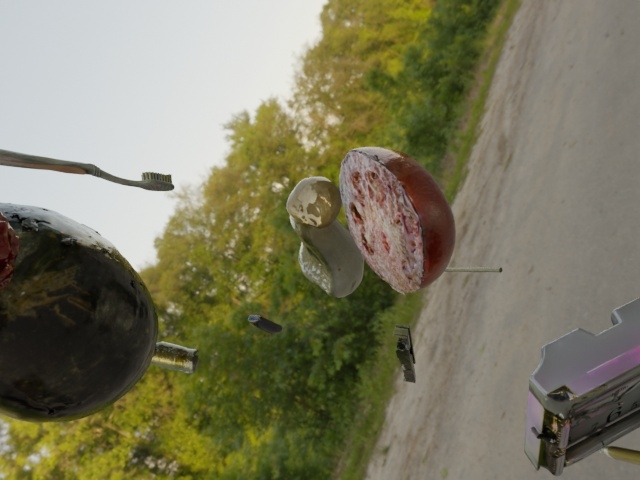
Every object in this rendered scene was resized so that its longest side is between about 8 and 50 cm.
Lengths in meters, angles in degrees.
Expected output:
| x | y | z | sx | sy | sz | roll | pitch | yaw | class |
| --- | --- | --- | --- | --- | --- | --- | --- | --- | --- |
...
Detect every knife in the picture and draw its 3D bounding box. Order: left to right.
| x | y | z | sx | sy | sz | roll | pitch | yaw | class |
| --- | --- | --- | --- | --- | --- | --- | --- | --- | --- |
| 0.384 | 0.276 | 0.746 | 0.298 | 0.047 | 0.017 | 98 | -174 | -77 | knife |

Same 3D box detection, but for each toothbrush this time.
| x | y | z | sx | sy | sz | roll | pitch | yaw | class |
| --- | --- | --- | --- | --- | --- | --- | --- | --- | --- |
| -0.423 | -0.121 | 0.941 | 0.028 | 0.376 | 0.037 | -40 | 53 | 46 | toothbrush |

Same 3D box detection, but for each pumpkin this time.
| x | y | z | sx | sy | sz | roll | pitch | yaw | class |
| --- | --- | --- | --- | --- | --- | --- | --- | --- | --- |
| -0.506 | 0.120 | 1.009 | 0.343 | 0.455 | 0.454 | -63 | 1 | -14 | pumpkin |

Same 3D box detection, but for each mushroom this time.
| x | y | z | sx | sy | sz | roll | pitch | yaw | class |
| --- | --- | --- | --- | --- | --- | --- | --- | --- | --- |
| 0.000 | 0.000 | 1.151 | 0.328 | 0.159 | 0.122 | 72 | -153 | -56 | mushroom |

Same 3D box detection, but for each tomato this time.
| x | y | z | sx | sy | sz | roll | pitch | yaw | class |
| --- | --- | --- | --- | --- | --- | --- | --- | --- | --- |
| 0.112 | -0.038 | 0.819 | 0.085 | 0.224 | 0.225 | -26 | -12 | -18 | tomato |

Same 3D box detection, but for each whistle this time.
| x | y | z | sx | sy | sz | roll | pitch | yaw | class |
| --- | --- | --- | --- | --- | --- | --- | --- | --- | --- |
| -0.457 | 0.265 | 1.401 | 0.057 | 0.327 | 0.067 | 57 | -136 | -82 | whistle |

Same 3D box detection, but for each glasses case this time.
| x | y | z | sx | sy | sz | roll | pitch | yaw | class |
| --- | --- | --- | --- | --- | --- | --- | --- | --- | --- |
| -0.115 | 0.179 | 1.199 | 0.034 | 0.083 | 0.023 | -2 | 65 | 38 | glasses case |

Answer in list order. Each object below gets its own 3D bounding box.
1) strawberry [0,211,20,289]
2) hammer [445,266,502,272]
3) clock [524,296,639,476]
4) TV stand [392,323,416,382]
| x | y | z | sx | sy | sz | roll | pitch | yaw | class |
| --- | --- | --- | --- | --- | --- | --- | --- | --- | --- |
| -0.452 | 0.013 | 0.649 | 0.178 | 0.234 | 0.233 | 23 | -85 | -56 | strawberry |
| 0.377 | 0.075 | 1.488 | 0.062 | 0.199 | 0.013 | -26 | -72 | -46 | hammer |
| 0.362 | 0.179 | 0.717 | 0.083 | 0.253 | 0.186 | -124 | 15 | -48 | clock |
| 0.210 | 0.284 | 1.412 | 0.249 | 0.036 | 0.042 | 72 | -152 | -49 | TV stand |
